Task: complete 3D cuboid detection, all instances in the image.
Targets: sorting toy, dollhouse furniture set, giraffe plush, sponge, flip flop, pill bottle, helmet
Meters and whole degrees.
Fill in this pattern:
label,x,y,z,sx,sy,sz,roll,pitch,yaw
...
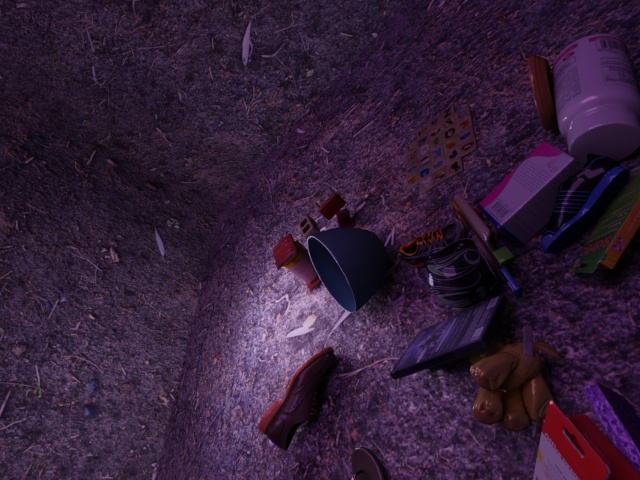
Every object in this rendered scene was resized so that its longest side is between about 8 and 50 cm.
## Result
label,x,y,z,sx,sy,sz,roll,pitch,yaw
sorting toy,0.414,-0.014,1.010,0.047,0.196,0.347,-31,37,13
dollhouse furniture set,0.000,0.000,1.646,0.374,0.201,0.152,-46,31,13
giraffe plush,0.375,0.270,0.862,0.170,0.182,0.210,174,112,-81
sponge,0.499,0.335,0.627,0.031,0.117,0.210,-44,33,30
flip flop,0.100,0.665,1.005,0.112,0.080,0.276,-30,42,43
pill bottle,0.640,-0.326,0.943,0.160,0.161,0.282,-24,45,48
helmet,0.351,0.090,1.034,0.162,0.169,0.169,-30,38,17

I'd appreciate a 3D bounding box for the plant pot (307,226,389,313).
label,x,y,z,sx,sy,sz,roll,pitch,yaw
plant pot,0.112,0.070,1.363,0.196,0.289,0.290,-29,24,-17

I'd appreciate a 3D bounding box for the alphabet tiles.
label,x,y,z,sx,sy,sz,roll,pitch,yaw
alphabet tiles,0.421,-0.333,1.453,0.285,0.011,0.342,-31,40,41

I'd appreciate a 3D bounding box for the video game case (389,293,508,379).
label,x,y,z,sx,sy,sz,roll,pitch,yaw
video game case,0.306,0.235,0.975,0.196,0.026,0.274,-34,-5,-47

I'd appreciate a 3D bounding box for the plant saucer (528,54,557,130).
label,x,y,z,sx,sy,sz,roll,pitch,yaw
plant saucer,0.586,-0.387,1.054,0.037,0.200,0.199,-12,54,36

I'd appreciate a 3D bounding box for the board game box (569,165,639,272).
label,x,y,z,sx,sy,sz,roll,pitch,yaw
board game box,0.601,-0.040,0.813,0.259,0.039,0.124,-57,-12,4

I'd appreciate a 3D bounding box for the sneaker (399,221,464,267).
label,x,y,z,sx,sy,sz,roll,pitch,yaw
sneaker,0.332,0.009,1.217,0.215,0.083,0.084,-38,35,33

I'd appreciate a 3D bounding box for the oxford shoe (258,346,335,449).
label,x,y,z,sx,sy,sz,roll,pitch,yaw
oxford shoe,-0.048,0.527,1.363,0.133,0.130,0.363,35,88,28

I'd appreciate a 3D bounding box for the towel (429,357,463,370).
label,x,y,z,sx,sy,sz,roll,pitch,yaw
towel,0.324,0.286,1.039,0.119,0.029,0.067,-38,36,34

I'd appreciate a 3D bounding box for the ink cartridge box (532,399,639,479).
label,x,y,z,sx,sy,sz,roll,pitch,yaw
ink cartridge box,0.408,0.374,0.625,0.134,0.078,0.230,-105,10,-67

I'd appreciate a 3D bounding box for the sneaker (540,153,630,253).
label,x,y,z,sx,sy,sz,roll,pitch,yaw
sneaker,0.561,-0.080,0.899,0.232,0.082,0.090,-59,38,26

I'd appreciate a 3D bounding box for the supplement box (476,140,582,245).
label,x,y,z,sx,sy,sz,roll,pitch,yaw
supplement box,0.521,-0.113,0.994,0.220,0.114,0.111,-50,30,22
